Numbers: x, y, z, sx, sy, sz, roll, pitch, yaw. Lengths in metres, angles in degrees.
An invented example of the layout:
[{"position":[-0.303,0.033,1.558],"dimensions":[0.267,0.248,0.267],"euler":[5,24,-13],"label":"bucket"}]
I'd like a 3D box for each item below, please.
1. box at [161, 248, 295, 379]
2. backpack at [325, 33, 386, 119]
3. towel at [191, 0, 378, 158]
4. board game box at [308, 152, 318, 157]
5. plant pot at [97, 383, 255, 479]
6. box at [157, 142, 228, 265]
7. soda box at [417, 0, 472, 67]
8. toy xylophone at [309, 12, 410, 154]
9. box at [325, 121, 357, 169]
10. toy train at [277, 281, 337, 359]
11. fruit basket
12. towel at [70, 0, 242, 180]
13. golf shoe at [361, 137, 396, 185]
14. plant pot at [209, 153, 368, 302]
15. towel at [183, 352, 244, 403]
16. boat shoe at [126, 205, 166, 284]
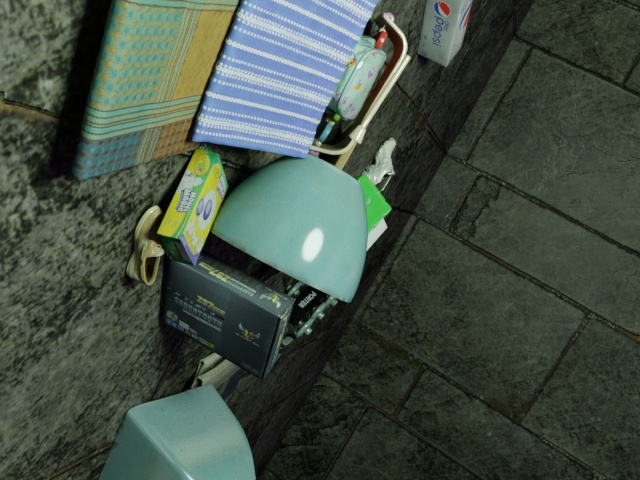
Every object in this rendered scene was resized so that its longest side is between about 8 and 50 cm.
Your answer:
[{"position":[-0.173,0.126,1.064],"dimensions":[0.059,0.233,0.183],"euler":[-51,165,-49],"label":"box"},{"position":[0.017,-0.300,1.031],"dimensions":[0.188,0.144,0.166],"euler":[-8,132,-60],"label":"backpack"},{"position":[-0.031,-0.276,0.845],"dimensions":[0.243,0.040,0.336],"euler":[-1,123,-53],"label":"towel"},{"position":[-0.090,-0.105,1.263],"dimensions":[0.259,0.039,0.124],"euler":[-46,160,-48],"label":"board game box"},{"position":[-0.292,0.512,1.298],"dimensions":[0.248,0.252,0.247],"euler":[-2,123,-55],"label":"plant pot"},{"position":[-0.193,-0.061,0.937],"dimensions":[0.105,0.043,0.179],"euler":[87,17,-65],"label":"box"},{"position":[0.331,-0.593,1.545],"dimensions":[0.091,0.098,0.286],"euler":[-54,164,-19],"label":"soda box"},{"position":[0.081,-0.304,1.197],"dimensions":[0.322,0.081,0.236],"euler":[-61,-170,3],"label":"toy xylophone"},{"position":[0.039,-0.191,1.373],"dimensions":[0.201,0.021,0.164],"euler":[-61,-168,-16],"label":"box"},{"position":[-0.072,0.223,1.797],"dimensions":[0.190,0.142,0.334],"euler":[-54,172,35],"label":"toy train"},{"position":[0.000,0.000,1.447],"dimensions":[0.353,0.165,0.327],"euler":[-41,-177,45],"label":"fruit basket"},{"position":[-0.160,-0.258,0.693],"dimensions":[0.370,0.040,0.271],"euler":[-64,170,23],"label":"towel"},{"position":[0.203,-0.236,1.852],"dimensions":[0.176,0.086,0.069],"euler":[-58,163,-8],"label":"golf shoe"},{"position":[-0.030,-0.042,1.055],"dimensions":[0.195,0.290,0.290],"euler":[-62,165,-1],"label":"plant pot"},{"position":[-0.297,0.403,1.588],"dimensions":[0.312,0.056,0.324],"euler":[-62,167,23],"label":"towel"},{"position":[-0.261,0.010,0.917],"dimensions":[0.050,0.045,0.135],"euler":[-36,153,-56],"label":"boat shoe"}]
